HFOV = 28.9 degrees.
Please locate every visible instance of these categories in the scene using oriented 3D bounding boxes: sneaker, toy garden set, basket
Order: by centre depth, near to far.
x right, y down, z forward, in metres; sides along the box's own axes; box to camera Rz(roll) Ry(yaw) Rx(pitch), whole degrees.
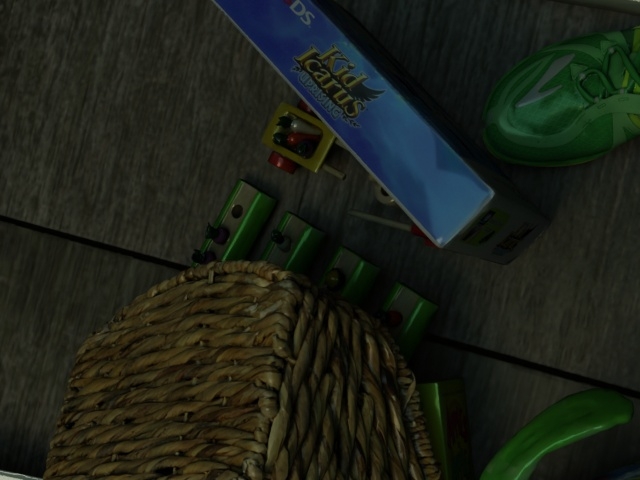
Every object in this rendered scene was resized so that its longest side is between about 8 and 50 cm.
[{"bbox_3d":[0.266,-0.135,0.989,0.296,0.123,0.109,-13,82,19],"label":"sneaker"},{"bbox_3d":[-0.052,0.154,1.035,0.299,0.223,0.213,-20,50,44],"label":"basket"},{"bbox_3d":[0.000,0.000,1.082,0.244,0.049,0.203,33,97,34],"label":"toy garden set"}]

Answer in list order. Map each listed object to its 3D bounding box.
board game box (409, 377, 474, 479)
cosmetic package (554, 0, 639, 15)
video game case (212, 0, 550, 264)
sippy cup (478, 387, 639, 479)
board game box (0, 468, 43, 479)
[{"bbox_3d":[0.100,0.209,1.042,0.043,0.092,0.181,-8,84,20],"label":"board game box"},{"bbox_3d":[0.189,-0.261,1.059,0.239,0.060,0.098,14,90,20],"label":"cosmetic package"},{"bbox_3d":[0.057,-0.101,0.998,0.061,0.244,0.269,-44,74,11],"label":"video game case"},{"bbox_3d":[0.252,0.262,0.917,0.224,0.305,0.240,-29,53,-3],"label":"sippy cup"},{"bbox_3d":[-0.365,0.394,1.138,0.390,0.050,0.389,12,85,0],"label":"board game box"}]
